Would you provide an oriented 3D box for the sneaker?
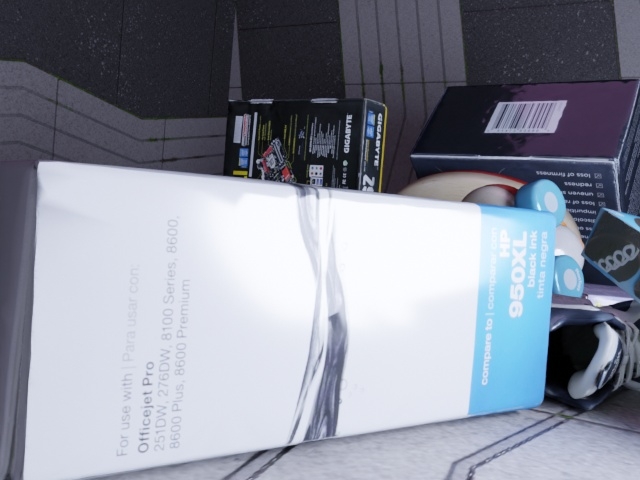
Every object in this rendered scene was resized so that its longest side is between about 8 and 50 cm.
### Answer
[{"bbox_3d":[0.262,0.103,0.583,0.235,0.094,0.153,12,10,5],"label":"sneaker"}]

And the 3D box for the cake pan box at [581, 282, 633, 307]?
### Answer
[{"bbox_3d":[0.520,0.115,1.078,0.246,0.070,0.267,7,3,5],"label":"cake pan box"}]

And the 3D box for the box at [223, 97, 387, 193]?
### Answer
[{"bbox_3d":[-0.036,-0.059,1.038,0.257,0.322,0.079,6,4,32],"label":"box"}]

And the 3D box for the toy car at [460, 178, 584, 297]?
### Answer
[{"bbox_3d":[0.336,0.007,1.046,0.238,0.210,0.219,-10,-4,-37],"label":"toy car"}]

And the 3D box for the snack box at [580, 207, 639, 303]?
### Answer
[{"bbox_3d":[0.379,0.068,0.542,0.187,0.060,0.322,13,20,-12],"label":"snack box"}]

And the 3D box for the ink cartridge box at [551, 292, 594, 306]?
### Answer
[{"bbox_3d":[0.231,0.077,0.695,0.115,0.029,0.063,8,19,5],"label":"ink cartridge box"}]

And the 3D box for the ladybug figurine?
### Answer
[{"bbox_3d":[0.359,-0.035,1.491,0.449,0.305,0.162,13,42,19],"label":"ladybug figurine"}]

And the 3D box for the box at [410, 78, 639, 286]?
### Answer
[{"bbox_3d":[0.545,-0.127,1.668,0.480,0.297,0.471,7,-39,34],"label":"box"}]

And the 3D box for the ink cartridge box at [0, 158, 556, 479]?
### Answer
[{"bbox_3d":[-0.057,0.037,0.519,0.395,0.166,0.285,3,3,-35],"label":"ink cartridge box"}]
